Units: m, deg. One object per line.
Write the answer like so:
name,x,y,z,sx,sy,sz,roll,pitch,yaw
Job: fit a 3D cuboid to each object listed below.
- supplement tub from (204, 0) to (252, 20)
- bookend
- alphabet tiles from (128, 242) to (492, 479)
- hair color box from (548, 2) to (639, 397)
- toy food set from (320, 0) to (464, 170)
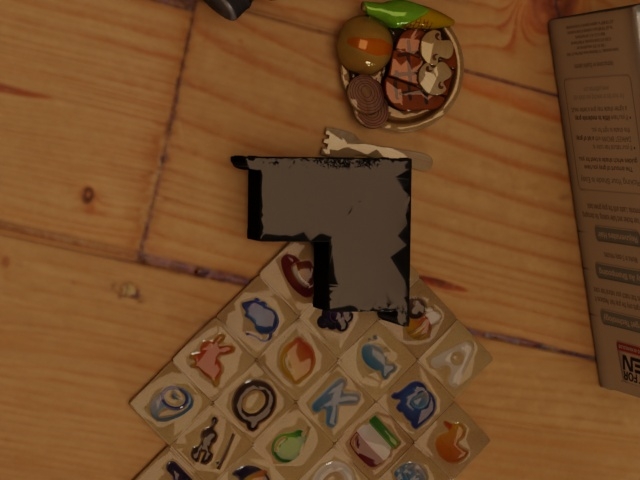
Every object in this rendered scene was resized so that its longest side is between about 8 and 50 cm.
supplement tub,-0.034,-0.290,1.481,0.106,0.106,0.198,45,82,-14
bookend,0.000,0.000,1.516,0.156,0.072,0.157,-1,93,-14
alphabet tiles,-0.006,0.173,1.569,0.342,0.011,0.285,-45,103,-8
hair color box,0.327,-0.038,1.556,0.114,0.185,0.374,-10,96,-15
toy food set,0.076,-0.164,1.554,0.132,0.038,0.192,10,91,-16
